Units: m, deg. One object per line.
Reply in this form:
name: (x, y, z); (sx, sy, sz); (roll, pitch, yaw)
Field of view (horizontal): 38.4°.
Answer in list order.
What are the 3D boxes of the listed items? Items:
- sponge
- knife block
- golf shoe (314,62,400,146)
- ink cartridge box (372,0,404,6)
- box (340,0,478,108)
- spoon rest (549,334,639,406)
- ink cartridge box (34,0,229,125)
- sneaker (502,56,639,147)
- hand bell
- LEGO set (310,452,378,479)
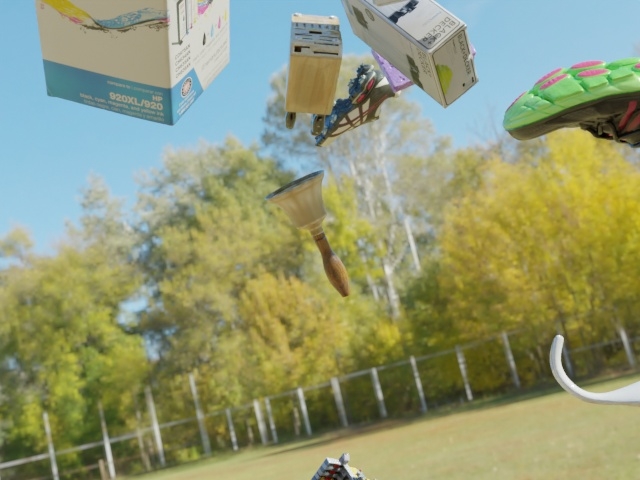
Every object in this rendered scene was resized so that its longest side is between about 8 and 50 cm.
sponge: (0.228, -0.417, 2.038); (0.210, 0.117, 0.031); (-25, -19, -12)
knife block: (-0.018, -0.272, 1.651); (0.088, 0.242, 0.276); (3, 27, -3)
golf shoe: (0.086, -0.318, 2.326); (0.120, 0.105, 0.273); (24, -48, -25)
ink cartridge box: (0.157, -0.540, 1.496); (0.196, 0.273, 0.114); (-9, 18, 14)
box: (0.159, -0.394, 1.716); (0.087, 0.290, 0.169); (-40, -32, -6)
spoon rest: (0.496, 0.242, 1.477); (0.276, 0.084, 0.137); (22, -8, 14)
ink cartridge box: (-0.209, -0.286, 1.044); (0.168, 0.171, 0.233); (16, -49, 12)
sneaker: (0.586, -0.243, 1.741); (0.482, 0.202, 0.185); (-8, 25, 19)
hand bell: (0.000, 0.000, 1.768); (0.126, 0.242, 0.126); (-24, 9, 4)
LEGO set: (0.098, 0.516, 1.585); (0.254, 0.331, 0.192); (24, -73, -32)
